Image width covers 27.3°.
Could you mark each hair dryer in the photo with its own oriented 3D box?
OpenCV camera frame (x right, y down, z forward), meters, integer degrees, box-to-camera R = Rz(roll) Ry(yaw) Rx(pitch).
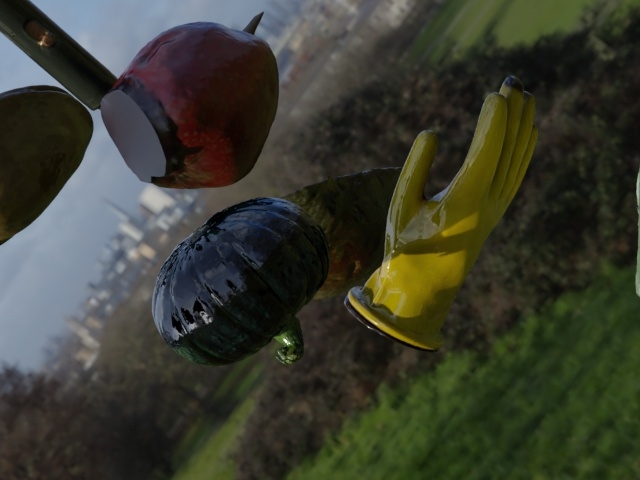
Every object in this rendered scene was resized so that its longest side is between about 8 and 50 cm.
[{"bbox_3d":[-0.339,-0.253,1.571,0.107,0.352,0.189,-54,25,-9],"label":"hair dryer"}]

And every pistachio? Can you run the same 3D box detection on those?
[{"bbox_3d":[-0.437,-0.119,1.848,0.260,0.163,0.213,-52,-27,-18],"label":"pistachio"}]

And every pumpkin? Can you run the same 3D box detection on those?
[{"bbox_3d":[-0.077,0.038,1.276,0.194,0.150,0.194,-28,42,28],"label":"pumpkin"},{"bbox_3d":[0.000,0.000,1.905,0.312,0.148,0.169,-27,-9,6],"label":"pumpkin"}]

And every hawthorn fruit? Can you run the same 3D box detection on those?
[{"bbox_3d":[-0.138,-0.171,1.528,0.251,0.189,0.189,-61,8,-27],"label":"hawthorn fruit"}]

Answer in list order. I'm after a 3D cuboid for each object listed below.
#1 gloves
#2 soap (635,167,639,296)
[{"bbox_3d":[0.143,-0.036,1.382,0.294,0.116,0.133,-63,-18,14],"label":"gloves"},{"bbox_3d":[0.531,-0.023,1.236,0.261,0.446,0.156,59,-145,-72],"label":"soap"}]
